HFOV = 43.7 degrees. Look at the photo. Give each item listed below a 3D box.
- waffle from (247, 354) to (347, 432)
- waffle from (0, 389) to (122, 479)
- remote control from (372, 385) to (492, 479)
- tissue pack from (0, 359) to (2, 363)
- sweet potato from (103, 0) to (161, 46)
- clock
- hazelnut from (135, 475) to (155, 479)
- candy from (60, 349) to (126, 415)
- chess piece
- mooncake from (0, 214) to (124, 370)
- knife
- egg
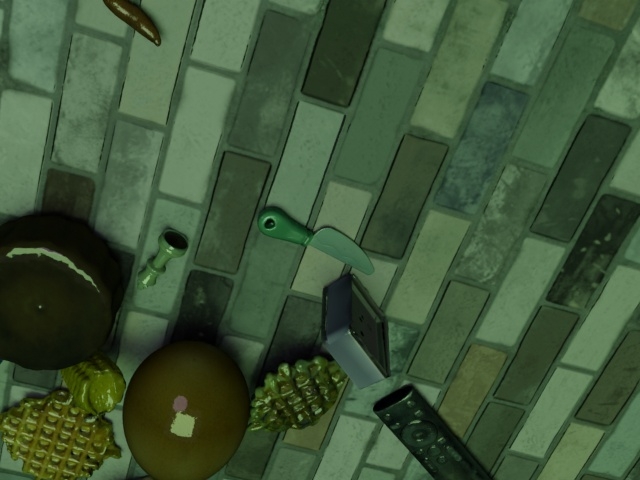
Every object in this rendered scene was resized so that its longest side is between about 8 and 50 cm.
[{"bbox_3d":[-0.047,0.324,1.659,0.204,0.054,0.223,10,122,-34],"label":"waffle"},{"bbox_3d":[-0.579,0.437,1.761,0.245,0.052,0.254,-17,117,7],"label":"waffle"},{"bbox_3d":[0.264,0.472,1.792,0.107,0.044,0.377,-34,115,13],"label":"remote control"},{"bbox_3d":[-0.749,0.144,1.538,0.198,0.146,0.263,-19,118,10],"label":"tissue pack"},{"bbox_3d":[-0.326,-0.386,1.304,0.044,0.044,0.179,-38,106,19],"label":"sweet potato"},{"bbox_3d":[0.069,0.172,1.535,0.073,0.193,0.145,-28,115,17],"label":"clock"},{"bbox_3d":[-0.403,0.662,1.808,0.261,0.241,0.261,0,149,0],"label":"hazelnut"},{"bbox_3d":[-0.469,0.259,1.588,0.094,0.199,0.106,7,105,-42],"label":"candy"},{"bbox_3d":[-0.317,0.046,1.542,0.059,0.059,0.149,34,119,-18],"label":"chess piece"},{"bbox_3d":[-0.517,0.096,1.505,0.290,0.161,0.290,-1,119,-2],"label":"mooncake"},{"bbox_3d":[0.000,-0.001,1.534,0.260,0.035,0.063,22,110,-19],"label":"knife"},{"bbox_3d":[-0.270,0.351,1.598,0.250,0.250,0.323,12,120,-7],"label":"egg"}]
